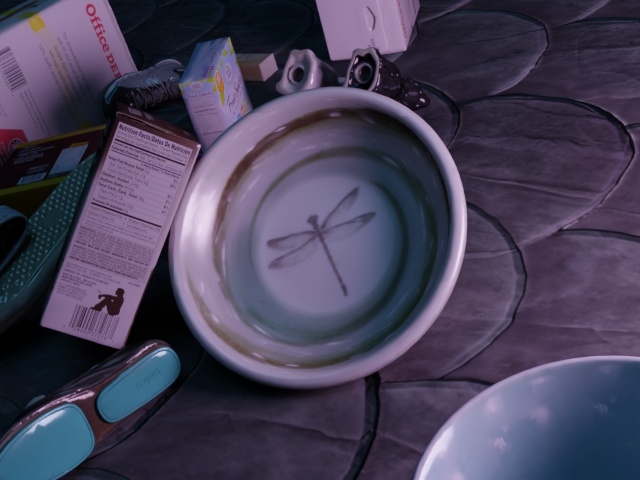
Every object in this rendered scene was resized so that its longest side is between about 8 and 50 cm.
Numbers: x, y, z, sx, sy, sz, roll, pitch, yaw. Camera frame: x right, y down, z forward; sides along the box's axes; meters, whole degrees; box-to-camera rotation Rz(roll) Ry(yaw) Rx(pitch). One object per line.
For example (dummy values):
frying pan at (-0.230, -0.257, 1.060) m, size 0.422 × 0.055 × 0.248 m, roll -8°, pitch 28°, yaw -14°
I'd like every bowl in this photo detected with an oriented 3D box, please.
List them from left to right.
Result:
bowl at (0.236, 0.255, 0.717) m, size 0.311 × 0.163 × 0.311 m, roll -12°, pitch 34°, yaw 8°

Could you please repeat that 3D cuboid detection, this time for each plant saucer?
plant saucer at (0.000, 0.000, 1.167) m, size 0.400 × 0.100 × 0.400 m, roll -7°, pitch 70°, yaw 19°

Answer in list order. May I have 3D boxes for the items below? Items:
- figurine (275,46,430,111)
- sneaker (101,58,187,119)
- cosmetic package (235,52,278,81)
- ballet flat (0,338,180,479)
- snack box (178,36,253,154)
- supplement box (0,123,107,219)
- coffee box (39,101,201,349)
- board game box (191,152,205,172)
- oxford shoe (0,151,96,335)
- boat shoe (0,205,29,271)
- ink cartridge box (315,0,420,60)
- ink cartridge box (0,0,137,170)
figurine at (0.062, -0.269, 1.588) m, size 0.215 × 0.092 × 0.209 m, roll 7°, pitch -2°, yaw 33°
sneaker at (-0.351, -0.323, 1.922) m, size 0.132 × 0.086 × 0.228 m, roll 17°, pitch 45°, yaw 38°
cosmetic package at (-0.157, -0.376, 1.946) m, size 0.115 × 0.041 × 0.060 m, roll 6°, pitch 39°, yaw 32°
ballet flat at (-0.298, 0.213, 1.109) m, size 0.096 × 0.095 × 0.280 m, roll 5°, pitch 28°, yaw 46°
snack box at (-0.172, -0.227, 1.580) m, size 0.070 × 0.207 × 0.174 m, roll -10°, pitch 34°, yaw 12°
supplement box at (-0.455, -0.089, 1.582) m, size 0.191 × 0.129 × 0.194 m, roll -11°, pitch 33°, yaw 11°
coffee box at (-0.275, -0.026, 1.223) m, size 0.119 × 0.297 × 0.168 m, roll 20°, pitch 7°, yaw -17°
board game box at (-0.041, -0.039, 1.277) m, size 0.347 × 0.056 × 0.208 m, roll -8°, pitch 72°, yaw 16°
oxford shoe at (-0.425, 0.046, 1.386) m, size 0.169 × 0.130 × 0.449 m, roll 29°, pitch 69°, yaw 41°
boat shoe at (-0.509, 0.039, 1.294) m, size 0.081 × 0.079 × 0.227 m, roll 7°, pitch 54°, yaw 43°
ink cartridge box at (0.102, -0.517, 1.911) m, size 0.168 × 0.171 × 0.233 m, roll -5°, pitch 34°, yaw 19°
ink cartridge box at (-0.595, -0.333, 1.874) m, size 0.160 × 0.279 × 0.384 m, roll 15°, pitch 44°, yaw 41°
